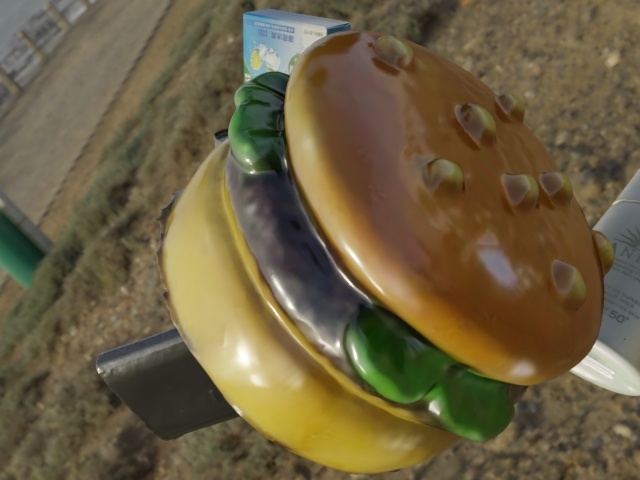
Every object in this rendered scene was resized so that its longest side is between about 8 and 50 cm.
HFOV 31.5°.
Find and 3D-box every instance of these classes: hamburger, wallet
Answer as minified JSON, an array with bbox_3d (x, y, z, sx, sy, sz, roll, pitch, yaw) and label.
[{"bbox_3d":[0.066,-0.001,1.022,0.277,0.395,0.396,-42,17,32],"label":"hamburger"},{"bbox_3d":[-0.169,0.218,1.960,0.406,0.228,0.062,-21,32,24],"label":"wallet"}]

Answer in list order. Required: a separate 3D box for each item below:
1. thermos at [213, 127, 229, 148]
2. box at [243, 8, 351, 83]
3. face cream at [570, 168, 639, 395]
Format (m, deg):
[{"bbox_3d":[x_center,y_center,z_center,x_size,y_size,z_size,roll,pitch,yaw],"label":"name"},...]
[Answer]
[{"bbox_3d":[-0.086,-0.034,1.331,0.073,0.188,0.083,-18,29,-38],"label":"thermos"},{"bbox_3d":[-0.043,-0.322,1.985,0.194,0.139,0.073,18,26,37],"label":"box"},{"bbox_3d":[0.420,0.043,1.482,0.348,0.173,0.081,-45,-25,-34],"label":"face cream"}]
